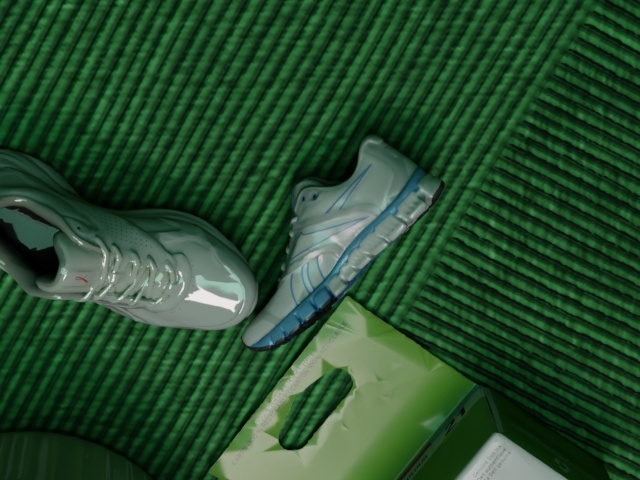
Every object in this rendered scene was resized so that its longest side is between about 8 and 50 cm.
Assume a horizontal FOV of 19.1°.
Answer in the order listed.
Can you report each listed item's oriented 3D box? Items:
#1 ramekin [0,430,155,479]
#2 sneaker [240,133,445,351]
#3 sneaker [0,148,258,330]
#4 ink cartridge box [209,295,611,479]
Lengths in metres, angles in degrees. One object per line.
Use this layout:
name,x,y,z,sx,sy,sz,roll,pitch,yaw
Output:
ramekin,-0.222,0.291,1.424,0.303,0.148,0.303,-1,110,-4
sneaker,0.000,0.000,1.388,0.083,0.071,0.191,44,103,4
sneaker,-0.156,0.019,1.344,0.232,0.115,0.090,19,108,-8
ink cartridge box,0.070,0.194,1.439,0.255,0.097,0.189,34,104,-16
